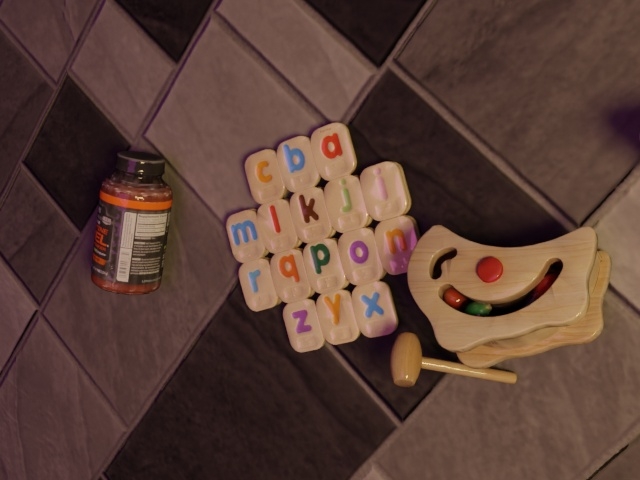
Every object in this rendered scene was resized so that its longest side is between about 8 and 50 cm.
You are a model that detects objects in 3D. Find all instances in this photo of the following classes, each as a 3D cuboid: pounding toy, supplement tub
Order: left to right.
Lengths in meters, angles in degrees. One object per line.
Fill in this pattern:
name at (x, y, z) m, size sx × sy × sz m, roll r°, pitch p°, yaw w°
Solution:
supplement tub at (-0.274, -0.028, 1.257) m, size 0.106 × 0.106 × 0.198 m, roll 17°, pitch 105°, yaw 30°
pounding toy at (0.201, 0.069, 0.987) m, size 0.269 × 0.155 × 0.154 m, roll -18°, pitch 58°, yaw 24°

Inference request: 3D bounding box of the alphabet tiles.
alphabet tiles at (0.000, 0.000, 1.134) m, size 0.284 × 0.021 × 0.278 m, roll -17°, pitch 88°, yaw 33°
